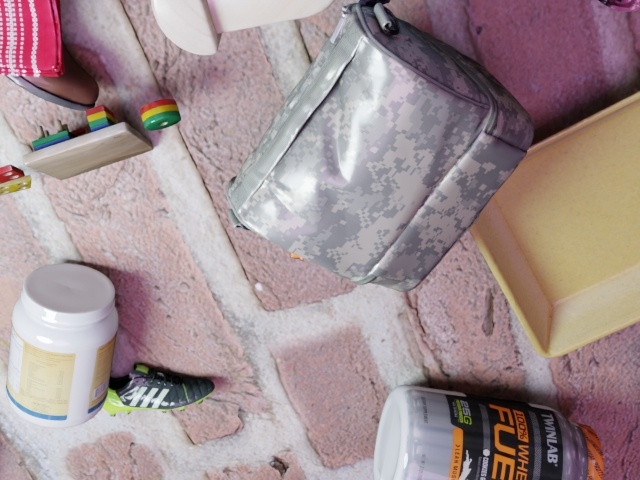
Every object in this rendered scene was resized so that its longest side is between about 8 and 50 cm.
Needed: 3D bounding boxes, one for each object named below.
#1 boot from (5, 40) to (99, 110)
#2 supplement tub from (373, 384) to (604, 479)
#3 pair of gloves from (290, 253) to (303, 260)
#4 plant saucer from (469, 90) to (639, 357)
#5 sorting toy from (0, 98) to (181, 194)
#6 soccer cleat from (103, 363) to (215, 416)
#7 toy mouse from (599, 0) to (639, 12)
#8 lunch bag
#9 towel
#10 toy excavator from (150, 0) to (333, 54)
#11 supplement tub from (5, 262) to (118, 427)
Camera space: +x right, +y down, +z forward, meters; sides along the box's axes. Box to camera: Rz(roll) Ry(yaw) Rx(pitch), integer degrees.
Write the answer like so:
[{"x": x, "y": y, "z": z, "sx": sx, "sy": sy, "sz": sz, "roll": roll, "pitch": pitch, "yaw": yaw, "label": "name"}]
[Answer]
[{"x": -0.294, "y": -0.324, "z": 1.045, "sx": 0.280, "sy": 0.096, "sz": 0.264, "roll": -42, "pitch": 100, "yaw": 14, "label": "boot"}, {"x": 0.253, "y": 0.335, "z": 1.374, "sx": 0.316, "sy": 0.193, "sz": 0.193, "roll": 9, "pitch": 119, "yaw": -8, "label": "supplement tub"}, {"x": 0.000, "y": 0.000, "z": 1.275, "sx": 0.083, "sy": 0.010, "sz": 0.074, "roll": 10, "pitch": 121, "yaw": -5, "label": "pair of gloves"}, {"x": 0.386, "y": -0.034, "z": 1.230, "sx": 0.333, "sy": 0.081, "sz": 0.332, "roll": -27, "pitch": 117, "yaw": 12, "label": "plant saucer"}, {"x": -0.303, "y": -0.123, "z": 1.134, "sx": 0.275, "sy": 0.132, "sz": 0.046, "roll": -18, "pitch": 85, "yaw": 2, "label": "sorting toy"}, {"x": -0.252, "y": 0.223, "z": 1.370, "sx": 0.179, "sy": 0.060, "sz": 0.072, "roll": -7, "pitch": 107, "yaw": 2, "label": "soccer cleat"}, {"x": 0.389, "y": -0.324, "z": 1.089, "sx": 0.161, "sy": 0.031, "sz": 0.143, "roll": -36, "pitch": 115, "yaw": 18, "label": "toy mouse"}, {"x": 0.060, "y": -0.111, "z": 1.056, "sx": 0.256, "sy": 0.212, "sz": 0.305, "roll": 13, "pitch": 125, "yaw": -43, "label": "lunch bag"}, {"x": -0.409, "y": -0.283, "z": 0.990, "sx": 0.275, "sy": 0.031, "sz": 0.198, "roll": 4, "pitch": 105, "yaw": 15, "label": "towel"}, {"x": 0.054, "y": -0.373, "z": 0.964, "sx": 0.433, "sy": 0.222, "sz": 0.445, "roll": 11, "pitch": 128, "yaw": -7, "label": "toy excavator"}, {"x": -0.364, "y": 0.148, "z": 1.269, "sx": 0.144, "sy": 0.144, "sz": 0.199, "roll": 11, "pitch": 119, "yaw": -8, "label": "supplement tub"}]
